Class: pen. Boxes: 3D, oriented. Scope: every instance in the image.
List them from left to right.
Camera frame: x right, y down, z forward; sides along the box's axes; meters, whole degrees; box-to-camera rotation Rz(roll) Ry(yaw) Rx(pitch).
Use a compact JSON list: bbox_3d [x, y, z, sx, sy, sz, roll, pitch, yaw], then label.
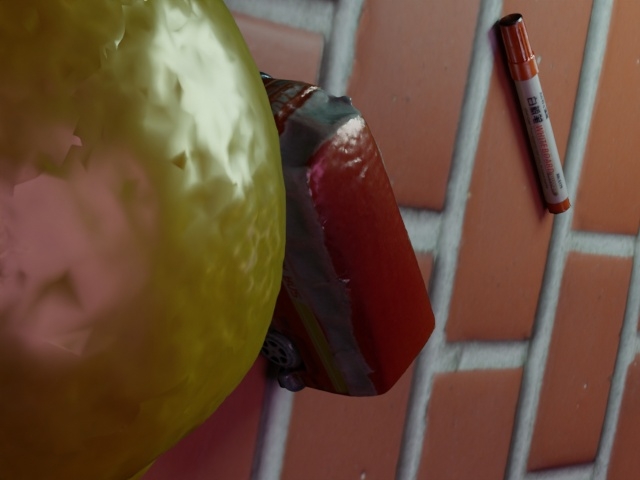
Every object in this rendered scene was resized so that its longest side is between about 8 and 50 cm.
[{"bbox_3d":[0.218,-0.123,1.242,0.028,0.028,0.239,-49,134,-31],"label":"pen"}]

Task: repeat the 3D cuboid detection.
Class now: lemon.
[{"bbox_3d":[-0.180,-0.025,0.558,0.348,0.348,0.348,-17,113,-47],"label":"lemon"}]

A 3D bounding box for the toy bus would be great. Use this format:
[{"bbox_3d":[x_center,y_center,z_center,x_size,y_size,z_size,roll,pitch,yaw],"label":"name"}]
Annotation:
[{"bbox_3d":[0.000,0.000,0.940,0.121,0.119,0.265,-48,134,-33],"label":"toy bus"}]
